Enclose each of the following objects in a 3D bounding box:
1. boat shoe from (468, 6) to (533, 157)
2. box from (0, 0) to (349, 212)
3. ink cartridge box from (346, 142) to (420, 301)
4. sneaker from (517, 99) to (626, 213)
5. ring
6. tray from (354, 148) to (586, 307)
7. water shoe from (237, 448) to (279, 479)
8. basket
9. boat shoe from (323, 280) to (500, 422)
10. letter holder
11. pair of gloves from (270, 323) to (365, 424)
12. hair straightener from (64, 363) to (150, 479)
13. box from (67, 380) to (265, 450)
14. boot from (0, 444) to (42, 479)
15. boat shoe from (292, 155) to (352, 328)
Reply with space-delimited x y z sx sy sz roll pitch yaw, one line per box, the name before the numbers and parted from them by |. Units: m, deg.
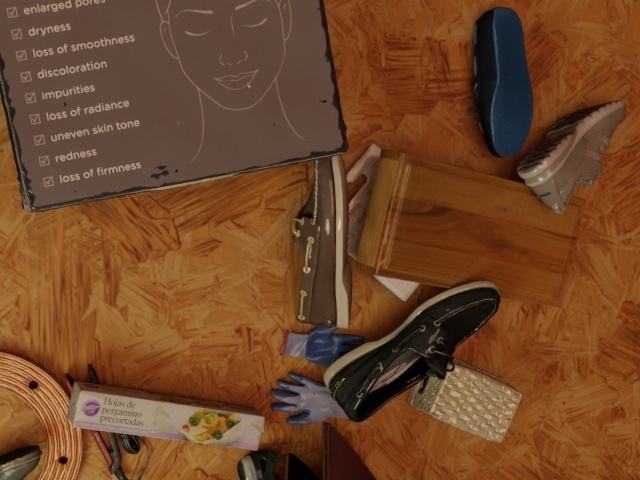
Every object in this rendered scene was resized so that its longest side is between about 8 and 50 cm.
boat shoe | 0.317 -0.274 1.802 0.109 0.089 0.258 2 91 -27
box | -0.249 -0.325 1.551 0.480 0.297 0.471 -11 100 -11
ink cartridge box | 0.118 -0.031 1.803 0.225 0.056 0.181 40 87 -5
sneaker | 0.453 -0.151 1.810 0.281 0.105 0.115 -40 106 -29
ring | -0.562 0.341 1.690 0.337 0.032 0.336 -1 96 -12
tray | 0.267 -0.014 1.764 0.411 0.076 0.202 11 94 -30
water shoe | -0.079 0.464 1.796 0.080 0.073 0.203 -20 102 -16
basket | 0.260 0.282 1.838 0.167 0.103 0.113 24 89 -14
boat shoe | 0.169 0.195 1.733 0.340 0.113 0.127 -29 139 5
letter holder | 0.011 0.479 1.752 0.152 0.214 0.302 -19 129 18
pair of gloves | -0.003 0.232 1.814 0.159 0.023 0.198 9 95 -16
hair straightener | -0.344 0.310 1.726 0.089 0.047 0.230 -25 98 -9
box | -0.253 0.294 1.713 0.324 0.067 0.063 13 91 -23
boot | -0.494 0.455 1.664 0.190 0.076 0.208 -26 95 5
boat shoe | 0.000 0.000 1.712 0.097 0.116 0.324 1 117 7
